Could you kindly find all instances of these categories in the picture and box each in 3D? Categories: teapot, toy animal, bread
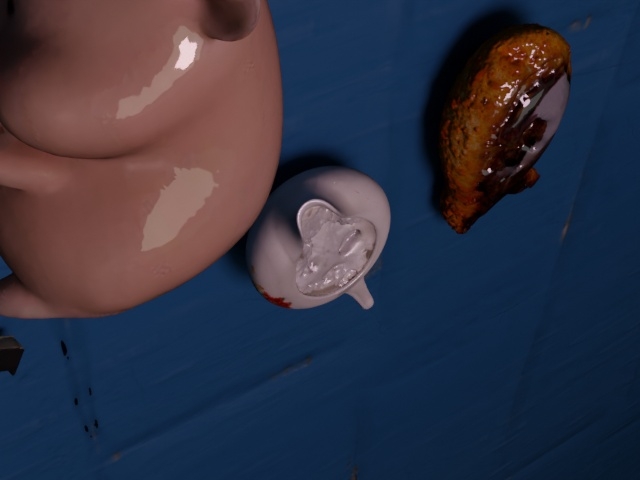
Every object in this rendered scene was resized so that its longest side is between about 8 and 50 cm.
[{"bbox_3d":[0.000,0.000,0.903,0.145,0.092,0.226,-40,147,0],"label":"teapot"},{"bbox_3d":[-0.130,-0.092,0.609,0.213,0.195,0.256,-8,137,-5],"label":"toy animal"},{"bbox_3d":[0.172,-0.107,0.976,0.139,0.095,0.269,-30,158,-16],"label":"bread"}]

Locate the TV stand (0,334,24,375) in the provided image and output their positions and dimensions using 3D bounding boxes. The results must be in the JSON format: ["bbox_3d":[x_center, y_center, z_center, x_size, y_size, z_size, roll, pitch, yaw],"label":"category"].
[{"bbox_3d":[-0.334,0.091,0.707,0.249,0.042,0.036,-1,125,-45],"label":"TV stand"}]
